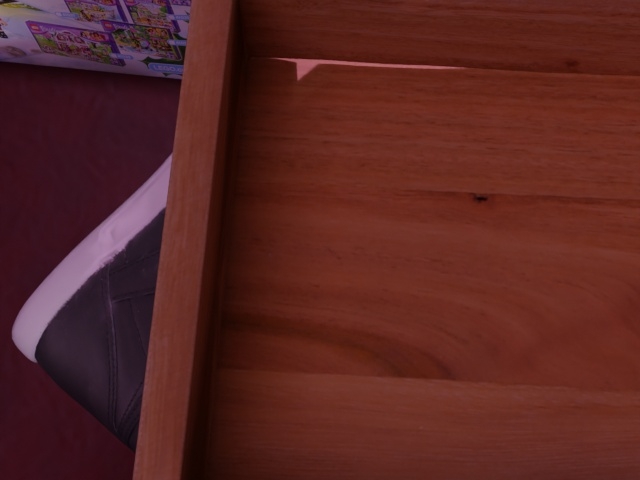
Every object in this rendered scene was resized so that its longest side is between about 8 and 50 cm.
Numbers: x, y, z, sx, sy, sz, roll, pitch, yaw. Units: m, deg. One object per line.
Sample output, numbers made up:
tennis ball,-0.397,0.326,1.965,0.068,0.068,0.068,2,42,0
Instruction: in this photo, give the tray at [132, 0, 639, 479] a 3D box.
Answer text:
tray,0.159,0.015,0.436,0.411,0.076,0.202,3,65,1

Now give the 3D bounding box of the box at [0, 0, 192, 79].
box,-0.187,-0.170,0.650,0.293,0.201,0.057,8,58,17

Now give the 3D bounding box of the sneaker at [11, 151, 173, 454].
sneaker,0.000,0.000,0.632,0.296,0.104,0.147,-46,76,18
